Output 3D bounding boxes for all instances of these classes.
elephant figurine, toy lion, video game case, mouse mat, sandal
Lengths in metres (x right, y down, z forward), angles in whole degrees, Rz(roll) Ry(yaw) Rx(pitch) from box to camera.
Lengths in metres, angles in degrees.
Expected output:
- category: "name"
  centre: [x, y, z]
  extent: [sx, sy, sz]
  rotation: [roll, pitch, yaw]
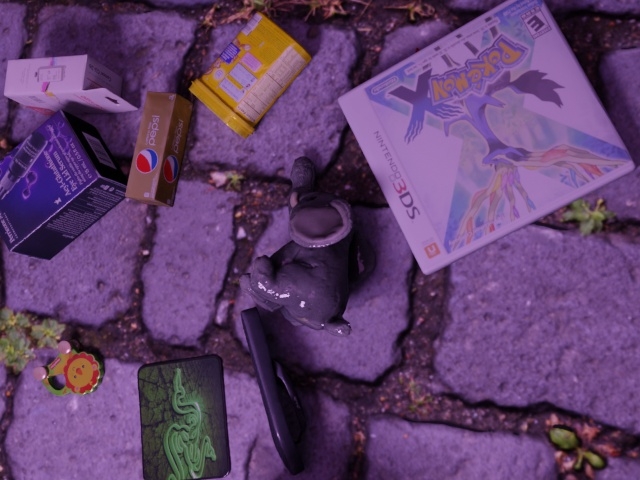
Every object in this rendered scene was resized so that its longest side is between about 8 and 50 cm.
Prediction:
- category: "elephant figurine"
  centre: [0.000, 0.000, 1.312]
  extent: [0.186, 0.169, 0.239]
  rotation: [33, 75, -6]
- category: "toy lion"
  centre: [-0.408, 0.218, 1.480]
  extent: [0.100, 0.034, 0.096]
  rotation: [-45, 76, 8]
- category: "video game case"
  centre: [0.229, -0.155, 1.291]
  extent: [0.329, 0.036, 0.300]
  rotation: [-28, 79, 13]
- category: "mouse mat"
  centre: [-0.217, 0.281, 1.409]
  extent: [0.152, 0.007, 0.189]
  rotation: [-11, 77, 18]
- category: "sandal"
  centre: [-0.060, 0.216, 1.322]
  extent: [0.054, 0.097, 0.254]
  rotation: [-14, 75, -10]

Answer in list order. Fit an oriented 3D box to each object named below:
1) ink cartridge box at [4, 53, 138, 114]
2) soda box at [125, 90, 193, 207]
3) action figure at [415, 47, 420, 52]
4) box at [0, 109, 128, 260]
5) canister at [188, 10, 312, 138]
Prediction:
- category: "ink cartridge box"
  centre: [-0.417, -0.262, 1.524]
  extent: [0.198, 0.115, 0.067]
  rotation: [1, 80, 19]
- category: "soda box"
  centre: [-0.264, -0.150, 1.475]
  extent: [0.058, 0.061, 0.181]
  rotation: [7, 82, 22]
- category: "action figure"
  centre: [0.195, -0.263, 1.347]
  extent: [0.115, 0.030, 0.038]
  rotation: [14, 82, 19]
- category: "box"
  centre: [-0.447, -0.089, 1.507]
  extent: [0.207, 0.108, 0.153]
  rotation: [-39, 70, 9]
- category: "canister"
  centre: [-0.110, -0.265, 1.435]
  extent: [0.126, 0.073, 0.170]
  rotation: [43, 95, 21]
